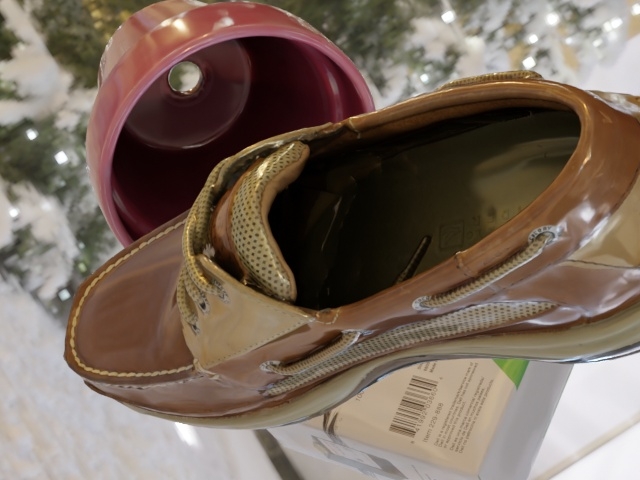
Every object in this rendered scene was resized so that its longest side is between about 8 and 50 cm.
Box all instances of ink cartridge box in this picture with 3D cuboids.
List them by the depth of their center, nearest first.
[{"bbox_3d":[0.093,0.142,1.173,0.289,0.211,0.121,12,-28,35],"label":"ink cartridge box"}]

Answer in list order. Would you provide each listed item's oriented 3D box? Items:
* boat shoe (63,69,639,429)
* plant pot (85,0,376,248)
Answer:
[{"bbox_3d":[0.000,0.000,0.470,0.120,0.324,0.122,29,53,-46],"label":"boat shoe"},{"bbox_3d":[-0.083,-0.091,0.822,0.201,0.201,0.180,61,-6,-36],"label":"plant pot"}]
